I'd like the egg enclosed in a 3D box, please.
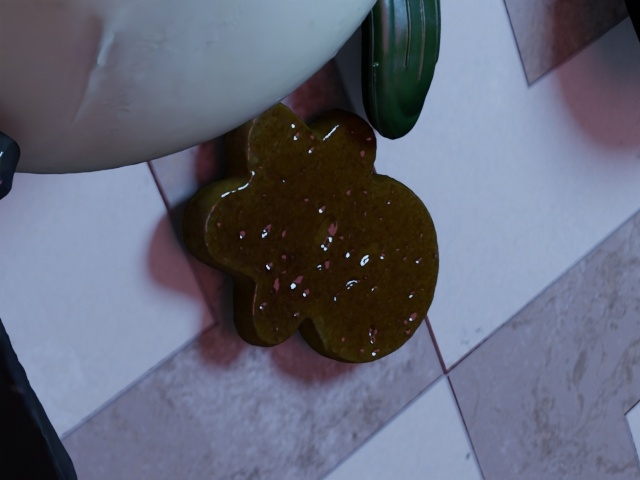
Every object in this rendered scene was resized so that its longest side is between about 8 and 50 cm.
[{"bbox_3d":[-0.103,-0.184,0.843,0.345,0.283,0.283,-24,115,-33],"label":"egg"}]

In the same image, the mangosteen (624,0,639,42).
[{"bbox_3d":[0.340,-0.231,1.262,0.243,0.243,0.243,-11,107,-38],"label":"mangosteen"}]

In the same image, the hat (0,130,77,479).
[{"bbox_3d":[-0.306,0.070,0.846,0.366,0.257,0.381,-24,156,-8],"label":"hat"}]

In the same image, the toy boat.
[{"bbox_3d":[0.053,-0.175,1.115,0.104,0.052,0.210,-23,112,-63],"label":"toy boat"}]

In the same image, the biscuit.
[{"bbox_3d":[0.000,0.000,1.133,0.236,0.039,0.180,37,73,-39],"label":"biscuit"}]
